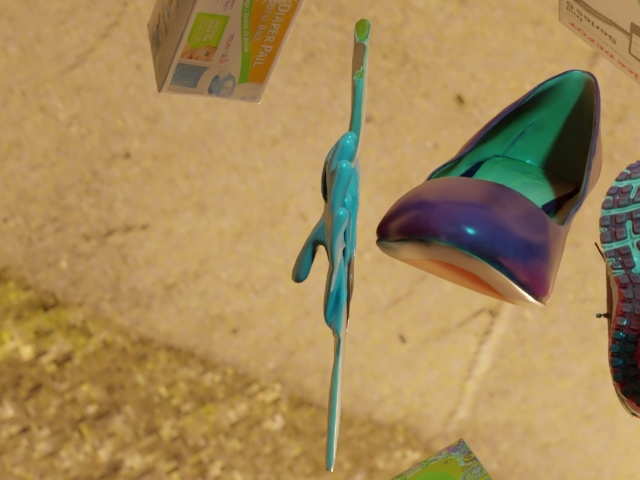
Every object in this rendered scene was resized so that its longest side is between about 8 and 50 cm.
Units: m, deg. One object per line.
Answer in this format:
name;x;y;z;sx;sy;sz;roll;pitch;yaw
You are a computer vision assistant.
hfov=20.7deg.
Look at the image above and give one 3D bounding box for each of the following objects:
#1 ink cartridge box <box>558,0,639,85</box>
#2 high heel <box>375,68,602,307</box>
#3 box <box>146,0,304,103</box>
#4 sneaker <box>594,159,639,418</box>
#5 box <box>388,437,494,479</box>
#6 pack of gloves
ink cartridge box;0.377;-0.283;1.988;0.115;0.198;0.273;-45;162;-7
high heel;0.131;-0.056;1.211;0.377;0.127;0.181;-3;114;-82
box;-0.089;-0.245;1.739;0.114;0.103;0.203;4;140;-21
sneaker;0.362;0.052;1.964;0.120;0.299;0.112;7;164;6
box;0.073;0.359;1.606;0.290;0.177;0.279;-30;-169;-2
pack of gloves;0.000;0.000;1.152;0.046;0.195;0.232;5;125;4
